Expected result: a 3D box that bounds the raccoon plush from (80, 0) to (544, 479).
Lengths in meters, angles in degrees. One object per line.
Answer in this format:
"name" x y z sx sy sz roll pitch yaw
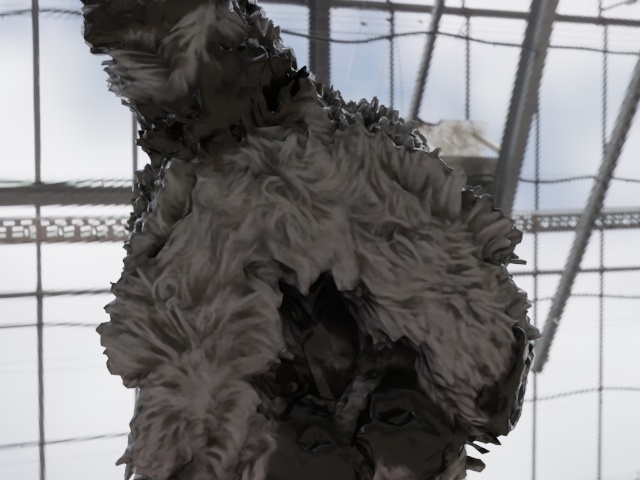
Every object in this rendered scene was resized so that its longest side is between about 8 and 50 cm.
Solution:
"raccoon plush" 0.000 0.000 0.588 0.216 0.299 0.446 -7 -102 2
